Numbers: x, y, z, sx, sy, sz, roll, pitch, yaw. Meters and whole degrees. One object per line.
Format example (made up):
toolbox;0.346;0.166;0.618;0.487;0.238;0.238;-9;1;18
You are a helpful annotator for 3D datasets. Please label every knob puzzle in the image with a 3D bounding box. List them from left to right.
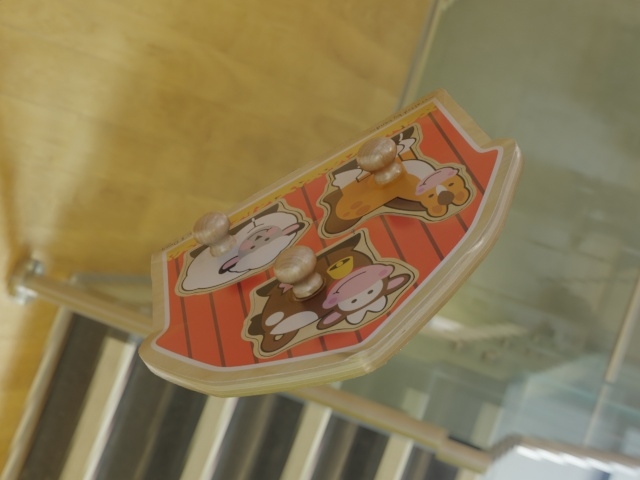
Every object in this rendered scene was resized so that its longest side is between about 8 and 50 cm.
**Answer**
knob puzzle;0.000;0.000;0.621;0.030;0.213;0.213;59;43;-25
